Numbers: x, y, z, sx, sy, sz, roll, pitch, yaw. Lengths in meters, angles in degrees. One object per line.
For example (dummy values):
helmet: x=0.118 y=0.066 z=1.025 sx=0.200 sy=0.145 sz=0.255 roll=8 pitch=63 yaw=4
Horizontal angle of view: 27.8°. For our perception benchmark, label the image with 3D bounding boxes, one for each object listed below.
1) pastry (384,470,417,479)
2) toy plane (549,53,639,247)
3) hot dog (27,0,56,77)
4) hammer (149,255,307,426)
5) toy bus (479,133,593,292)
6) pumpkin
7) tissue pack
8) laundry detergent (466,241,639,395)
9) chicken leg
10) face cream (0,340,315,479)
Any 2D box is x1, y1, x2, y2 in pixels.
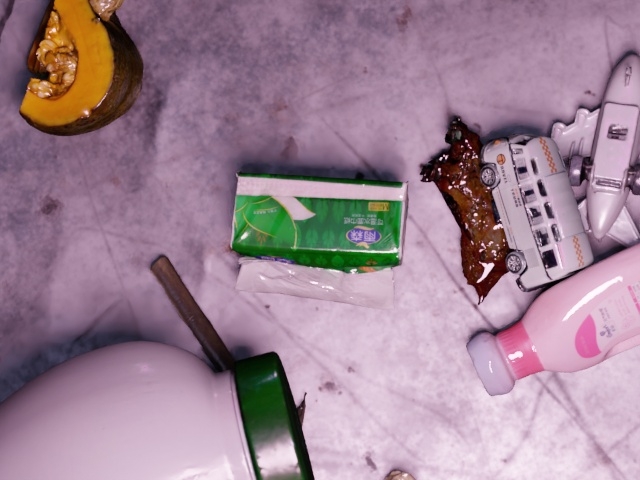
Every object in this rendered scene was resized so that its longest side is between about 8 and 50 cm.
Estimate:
pastry: x=0.165 y=0.382 z=1.570 sx=0.258 sy=0.089 sz=0.121 roll=27 pitch=82 yaw=6
toy plane: x=0.370 y=-0.115 z=1.613 sx=0.251 sy=0.101 sz=0.255 roll=11 pitch=83 yaw=15
hot dog: x=-0.355 y=-0.272 z=1.716 sx=0.049 sy=0.037 sz=0.122 roll=13 pitch=79 yaw=47
hammer: x=-0.128 y=0.144 z=1.637 sx=0.125 sy=0.027 sz=0.297 roll=-30 pitch=75 yaw=-28
toy bus: x=0.264 y=-0.041 z=1.571 sx=0.087 sy=0.089 sz=0.194 roll=-14 pitch=86 yaw=-41
pumpkin: x=-0.285 y=-0.248 z=1.666 sx=0.126 sy=0.131 sz=0.248 roll=13 pitch=89 yaw=14
tissue pack: x=0.001 y=0.000 z=1.601 sx=0.209 sy=0.148 sz=0.156 roll=4 pitch=83 yaw=4
laundry detergent: x=0.342 y=0.090 z=1.576 sx=0.335 sy=0.159 sz=0.088 roll=-26 pitch=42 yaw=6
chicken leg: x=0.198 y=-0.043 z=1.636 sx=0.105 sy=0.063 sz=0.234 roll=-23 pitch=83 yaw=7
face cream: x=-0.193 y=0.268 z=1.447 sx=0.357 sy=0.219 sz=0.312 roll=-15 pitch=78 yaw=0
